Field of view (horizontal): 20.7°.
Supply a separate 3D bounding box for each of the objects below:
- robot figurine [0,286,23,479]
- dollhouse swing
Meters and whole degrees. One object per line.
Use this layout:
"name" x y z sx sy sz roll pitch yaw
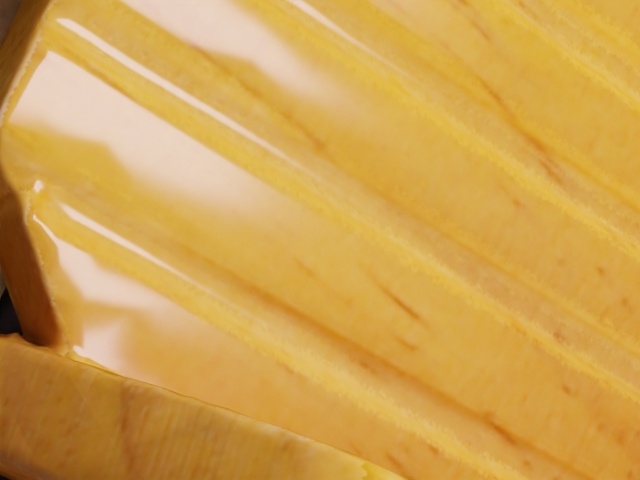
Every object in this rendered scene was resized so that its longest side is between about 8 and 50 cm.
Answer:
"robot figurine" -0.002 0.001 0.583 0.174 0.209 0.278 30 59 -9
"dollhouse swing" 0.151 -0.045 0.381 0.315 0.305 0.346 31 75 -27
